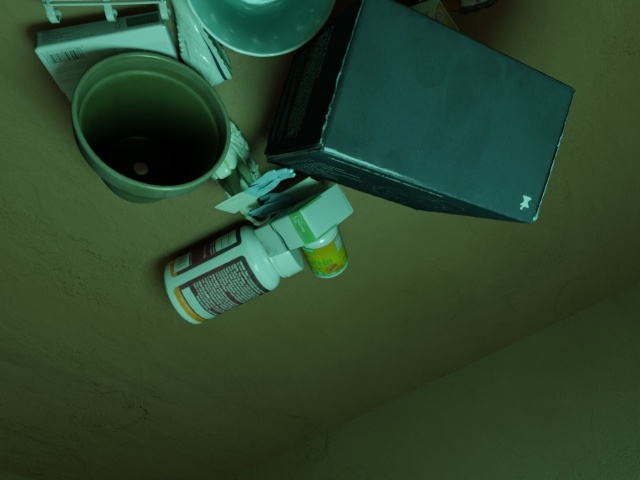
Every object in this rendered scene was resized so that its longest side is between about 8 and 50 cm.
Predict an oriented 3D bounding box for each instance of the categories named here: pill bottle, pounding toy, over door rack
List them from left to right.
[{"bbox_3d":[-0.429,-0.597,0.920,0.239,0.108,0.324,-7,120,-11],"label":"over door rack"},{"bbox_3d":[-0.267,0.088,1.521,0.392,0.224,0.224,-25,134,7],"label":"pill bottle"},{"bbox_3d":[-0.014,-0.172,1.426,0.094,0.206,0.181,38,141,9],"label":"pounding toy"},{"bbox_3d":[0.000,0.000,1.582,0.136,0.136,0.246,-20,135,2],"label":"pill bottle"}]

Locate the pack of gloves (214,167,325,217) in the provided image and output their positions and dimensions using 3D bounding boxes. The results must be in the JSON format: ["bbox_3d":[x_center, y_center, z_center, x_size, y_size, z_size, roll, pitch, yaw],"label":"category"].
[{"bbox_3d":[-0.134,-0.134,1.269,0.232,0.046,0.195,-27,157,26],"label":"pack of gloves"}]

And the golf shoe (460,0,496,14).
[{"bbox_3d":[0.421,-0.625,1.188,0.186,0.067,0.086,-22,103,10],"label":"golf shoe"}]

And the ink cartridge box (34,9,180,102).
[{"bbox_3d":[-0.465,-0.392,1.123,0.275,0.060,0.239,-13,153,-6],"label":"ink cartridge box"}]

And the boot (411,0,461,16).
[{"bbox_3d":[0.249,-0.653,1.085,0.283,0.109,0.220,16,122,-20],"label":"boot"}]

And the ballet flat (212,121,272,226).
[{"bbox_3d":[-0.238,-0.189,1.330,0.147,0.147,0.409,-27,134,8],"label":"ballet flat"}]

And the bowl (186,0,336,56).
[{"bbox_3d":[-0.126,-0.560,0.986,0.311,0.163,0.311,-7,130,-8],"label":"bowl"}]

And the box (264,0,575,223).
[{"bbox_3d":[0.177,-0.251,1.083,0.480,0.472,0.297,16,94,-20],"label":"box"}]

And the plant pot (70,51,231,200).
[{"bbox_3d":[-0.403,-0.220,1.131,0.323,0.323,0.280,8,161,-24],"label":"plant pot"}]

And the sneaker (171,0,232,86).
[{"bbox_3d":[-0.289,-0.457,1.101,0.095,0.090,0.235,-16,134,11],"label":"sneaker"}]

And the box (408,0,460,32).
[{"bbox_3d":[0.208,-0.473,1.147,0.114,0.203,0.103,35,73,-39],"label":"box"}]

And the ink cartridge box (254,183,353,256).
[{"bbox_3d":[-0.049,-0.049,1.269,0.219,0.160,0.092,-19,105,48],"label":"ink cartridge box"}]
